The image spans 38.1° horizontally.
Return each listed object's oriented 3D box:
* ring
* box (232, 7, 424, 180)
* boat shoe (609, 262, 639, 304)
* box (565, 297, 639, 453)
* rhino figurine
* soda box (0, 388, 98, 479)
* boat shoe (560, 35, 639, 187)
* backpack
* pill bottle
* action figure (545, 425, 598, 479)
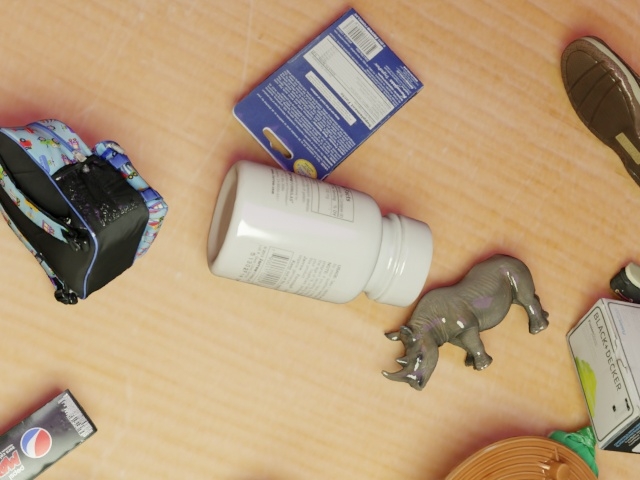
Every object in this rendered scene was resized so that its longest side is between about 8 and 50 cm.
[{"bbox_3d":[0.213,0.380,0.997,0.337,0.032,0.336,-2,94,-33],"label":"ring"},{"bbox_3d":[0.007,-0.169,1.127,0.136,0.036,0.225,47,64,-3],"label":"box"},{"bbox_3d":[0.443,0.079,1.223,0.133,0.042,0.049,32,42,-11],"label":"boat shoe"},{"bbox_3d":[0.464,0.179,1.146,0.290,0.087,0.169,10,48,-19],"label":"box"},{"bbox_3d":[0.166,0.099,1.095,0.243,0.073,0.106,-28,91,-23],"label":"rhino figurine"},{"bbox_3d":[-0.301,0.216,0.894,0.169,0.060,0.053,-35,89,-24],"label":"soda box"},{"bbox_3d":[0.424,-0.173,1.265,0.095,0.095,0.257,-39,97,-39],"label":"boat shoe"},{"bbox_3d":[-0.257,-0.046,0.937,0.117,0.158,0.173,-37,79,-33],"label":"backpack"},{"bbox_3d":[0.000,0.000,1.027,0.229,0.131,0.131,14,71,-16],"label":"pill bottle"},{"bbox_3d":[0.248,0.297,1.076,0.232,0.063,0.137,-38,90,-20],"label":"action figure"}]
